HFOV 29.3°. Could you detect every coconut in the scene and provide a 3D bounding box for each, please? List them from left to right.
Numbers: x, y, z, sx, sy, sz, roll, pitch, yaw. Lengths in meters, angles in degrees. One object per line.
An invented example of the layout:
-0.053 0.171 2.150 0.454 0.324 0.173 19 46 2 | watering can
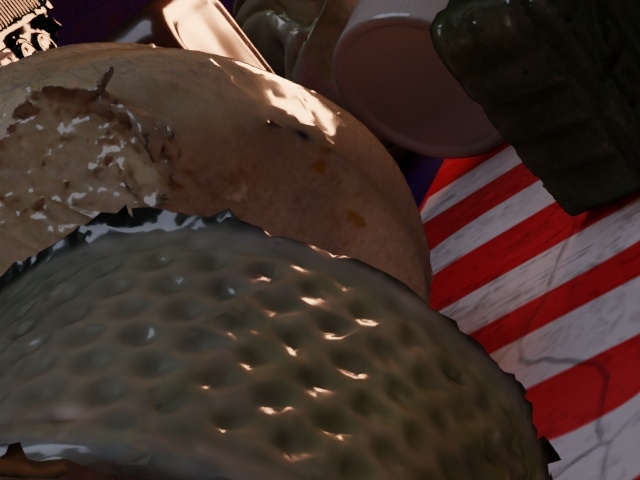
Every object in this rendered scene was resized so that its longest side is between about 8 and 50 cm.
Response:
-0.122 0.043 0.803 0.346 0.346 0.360 -45 22 -20 | coconut

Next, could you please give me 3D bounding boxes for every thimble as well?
-0.052 0.137 0.450 0.271 0.271 0.150 -36 15 24 | thimble

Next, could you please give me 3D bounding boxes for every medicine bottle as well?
0.167 -0.282 1.271 0.211 0.211 0.371 -26 32 52 | medicine bottle

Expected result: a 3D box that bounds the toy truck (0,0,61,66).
-0.299 -0.154 0.983 0.088 0.121 0.259 -31 14 20 | toy truck

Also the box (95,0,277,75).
-0.115 -0.028 1.075 0.229 0.339 0.239 -35 13 16 | box

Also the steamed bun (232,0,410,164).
-0.009 -0.191 1.445 0.207 0.280 0.268 -39 13 -3 | steamed bun

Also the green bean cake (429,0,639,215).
0.189 -0.137 0.876 0.094 0.185 0.183 -20 25 46 | green bean cake
